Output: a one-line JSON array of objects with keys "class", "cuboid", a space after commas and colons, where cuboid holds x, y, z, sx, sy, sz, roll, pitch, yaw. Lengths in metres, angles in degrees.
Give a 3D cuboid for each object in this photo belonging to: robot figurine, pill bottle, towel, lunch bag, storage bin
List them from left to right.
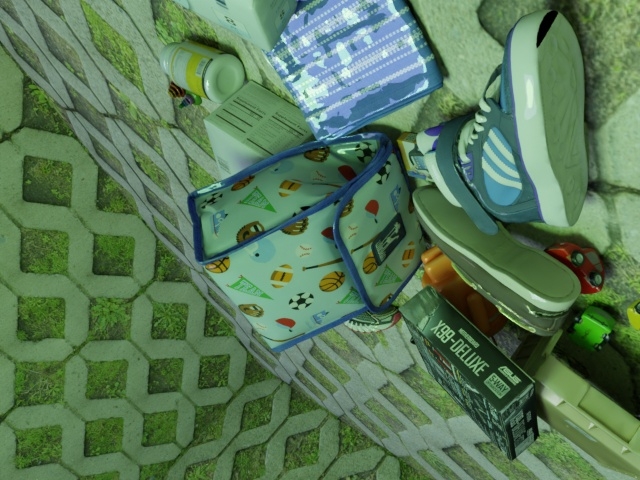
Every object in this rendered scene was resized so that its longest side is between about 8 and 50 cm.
[{"class": "pill bottle", "cuboid": [-0.256, -0.362, 1.202, 0.184, 0.103, 0.103, 30, 154, 32]}, {"class": "lunch bag", "cuboid": [0.000, 0.000, 1.074, 0.327, 0.386, 0.238, 62, -176, -46]}, {"class": "towel", "cuboid": [0.001, -0.315, 0.817, 0.243, 0.040, 0.336, -17, 117, 39]}, {"class": "robot figurine", "cuboid": [0.278, 0.102, 1.084, 0.219, 0.128, 0.158, 52, 157, -20]}, {"class": "storage bin", "cuboid": [0.467, 0.282, 1.005, 0.262, 0.123, 0.260, 37, 171, 11]}]

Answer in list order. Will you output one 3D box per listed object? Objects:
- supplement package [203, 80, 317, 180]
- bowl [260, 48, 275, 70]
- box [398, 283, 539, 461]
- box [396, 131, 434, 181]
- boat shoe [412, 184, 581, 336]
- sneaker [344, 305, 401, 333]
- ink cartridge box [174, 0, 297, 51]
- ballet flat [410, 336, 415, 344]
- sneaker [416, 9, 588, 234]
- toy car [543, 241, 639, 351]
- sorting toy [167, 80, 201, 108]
[{"class": "supplement package", "cuboid": [-0.110, -0.172, 1.237, 0.204, 0.145, 0.261, 34, 156, 21]}, {"class": "bowl", "cuboid": [-0.047, -0.326, 0.940, 0.170, 0.080, 0.170, 36, 158, 17]}, {"class": "box", "cuboid": [0.273, 0.245, 1.025, 0.242, 0.077, 0.307, 46, 172, 39]}, {"class": "box", "cuboid": [0.195, -0.132, 0.943, 0.136, 0.028, 0.081, 24, 150, 44]}, {"class": "boat shoe", "cuboid": [0.262, 0.023, 0.917, 0.324, 0.117, 0.096, 44, 149, 37]}, {"class": "sneaker", "cuboid": [0.085, 0.168, 1.568, 0.299, 0.121, 0.111, 17, 116, 35]}, {"class": "ink cartridge box", "cuboid": [-0.196, -0.379, 0.630, 0.308, 0.091, 0.385, 30, -179, 5]}, {"class": "ballet flat", "cuboid": [0.304, 0.270, 1.448, 0.173, 0.049, 0.057, 13, 144, 52]}, {"class": "sneaker", "cuboid": [0.210, -0.145, 0.749, 0.236, 0.130, 0.322, 16, 152, 39]}, {"class": "toy car", "cuboid": [0.451, 0.107, 0.898, 0.239, 0.053, 0.225, 35, 157, 23]}, {"class": "sorting toy", "cuboid": [-0.351, -0.364, 1.444, 0.102, 0.042, 0.061, 34, 156, 23]}]
